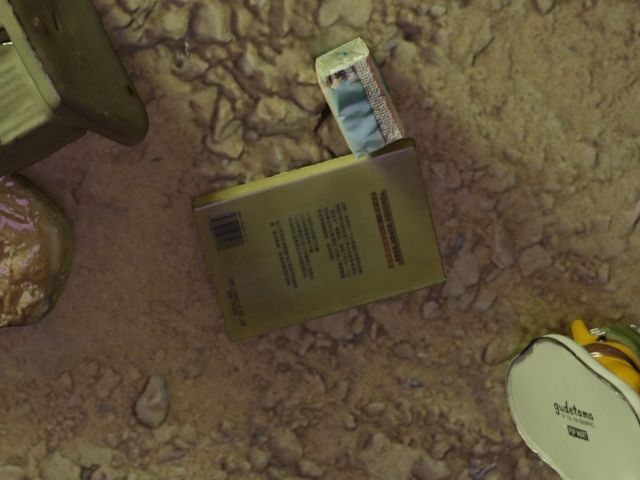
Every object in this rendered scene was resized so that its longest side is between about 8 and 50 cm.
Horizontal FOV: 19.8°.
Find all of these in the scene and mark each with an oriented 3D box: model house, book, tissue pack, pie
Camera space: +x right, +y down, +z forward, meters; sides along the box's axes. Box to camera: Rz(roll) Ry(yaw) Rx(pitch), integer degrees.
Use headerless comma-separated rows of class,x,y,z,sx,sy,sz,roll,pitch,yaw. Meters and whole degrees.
model house,-0.291,-0.151,1.676,0.188,0.122,0.229,-26,100,16
book,0.000,0.000,1.831,0.230,0.026,0.161,-15,115,-2
tissue pack,0.037,-0.138,1.754,0.058,0.074,0.094,-24,111,4
pie,-0.346,0.002,1.762,0.218,0.052,0.185,4,113,-8

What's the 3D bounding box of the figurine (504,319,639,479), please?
figurine,0.309,0.162,1.854,0.141,0.250,0.167,-17,112,-23
